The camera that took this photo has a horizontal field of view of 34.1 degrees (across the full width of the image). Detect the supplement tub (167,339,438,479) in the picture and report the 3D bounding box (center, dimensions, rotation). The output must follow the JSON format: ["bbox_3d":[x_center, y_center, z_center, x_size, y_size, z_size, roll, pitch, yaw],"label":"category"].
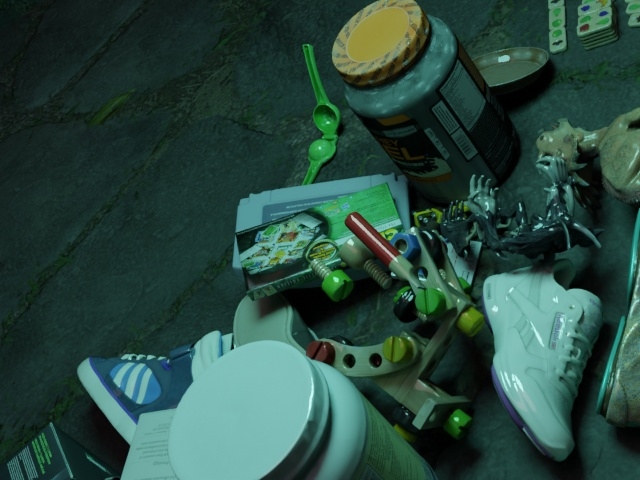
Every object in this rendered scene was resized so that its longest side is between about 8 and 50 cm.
[{"bbox_3d":[-0.012,0.291,1.279,0.235,0.325,0.235,-22,42,21],"label":"supplement tub"}]

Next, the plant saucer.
[{"bbox_3d":[0.305,-0.282,1.768,0.168,0.029,0.168,-15,27,8],"label":"plant saucer"}]

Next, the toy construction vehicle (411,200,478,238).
[{"bbox_3d":[0.204,-0.029,1.624,0.098,0.035,0.086,-14,24,-20],"label":"toy construction vehicle"}]

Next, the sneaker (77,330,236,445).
[{"bbox_3d":[-0.240,0.224,1.694,0.236,0.130,0.323,-38,34,-13],"label":"sneaker"}]

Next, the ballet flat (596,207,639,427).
[{"bbox_3d":[0.428,0.097,1.313,0.106,0.107,0.316,10,63,20],"label":"ballet flat"}]

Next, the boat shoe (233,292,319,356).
[{"bbox_3d":[-0.045,0.188,1.602,0.112,0.095,0.335,-37,34,-2],"label":"boat shoe"}]

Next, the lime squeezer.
[{"bbox_3d":[-0.004,-0.194,1.914,0.059,0.110,0.310,5,86,22],"label":"lime squeezer"}]

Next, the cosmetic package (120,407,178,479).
[{"bbox_3d":[-0.178,0.425,1.387,0.155,0.197,0.365,-13,48,28],"label":"cosmetic package"}]

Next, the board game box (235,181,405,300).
[{"bbox_3d":[0.000,0.000,1.637,0.260,0.030,0.136,-18,43,4],"label":"board game box"}]

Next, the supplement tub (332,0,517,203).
[{"bbox_3d":[0.161,-0.216,1.622,0.194,0.316,0.193,-22,45,24],"label":"supplement tub"}]

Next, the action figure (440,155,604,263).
[{"bbox_3d":[0.275,-0.039,1.448,0.164,0.140,0.276,-11,5,-24],"label":"action figure"}]

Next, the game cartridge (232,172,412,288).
[{"bbox_3d":[0.005,-0.013,1.709,0.294,0.060,0.196,-8,43,10],"label":"game cartridge"}]

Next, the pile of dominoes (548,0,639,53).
[{"bbox_3d":[0.482,-0.433,1.798,0.196,0.040,0.251,-16,46,27],"label":"pile of dominoes"}]

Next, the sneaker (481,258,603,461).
[{"bbox_3d":[0.297,0.137,1.347,0.152,0.114,0.305,-24,42,20],"label":"sneaker"}]

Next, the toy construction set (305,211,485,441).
[{"bbox_3d":[0.128,0.121,1.359,0.257,0.309,0.237,-40,59,-8],"label":"toy construction set"}]

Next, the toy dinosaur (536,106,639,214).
[{"bbox_3d":[0.421,-0.103,1.429,0.200,0.127,0.295,-35,18,9],"label":"toy dinosaur"}]

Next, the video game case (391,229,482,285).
[{"bbox_3d":[0.177,0.030,1.589,0.122,0.011,0.087,10,57,17],"label":"video game case"}]

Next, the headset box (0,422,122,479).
[{"bbox_3d":[-0.385,0.434,1.501,0.283,0.246,0.131,-41,39,-3],"label":"headset box"}]
